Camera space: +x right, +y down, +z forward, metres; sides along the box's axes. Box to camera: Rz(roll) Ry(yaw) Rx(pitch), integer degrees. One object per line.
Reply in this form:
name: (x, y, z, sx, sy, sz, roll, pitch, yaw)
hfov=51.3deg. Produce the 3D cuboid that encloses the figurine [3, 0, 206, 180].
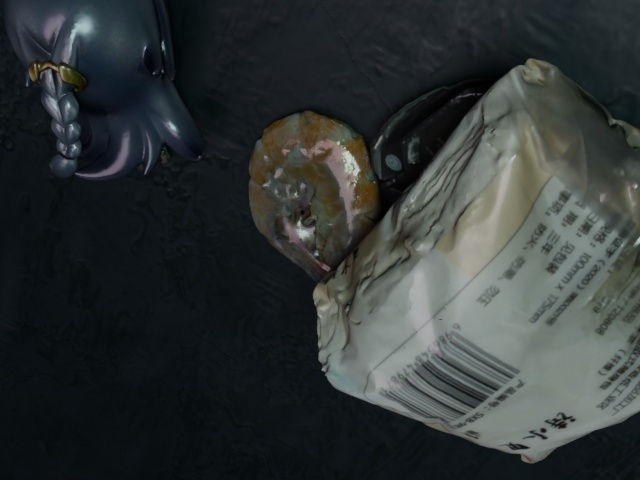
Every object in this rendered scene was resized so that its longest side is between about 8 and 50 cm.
figurine: (-0.229, -0.177, 0.709, 0.175, 0.197, 0.265, -22, 113, -9)

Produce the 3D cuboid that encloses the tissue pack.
tissue pack: (0.214, 0.059, 0.656, 0.390, 0.195, 0.375, 29, 126, -20)

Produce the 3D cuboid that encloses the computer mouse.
computer mouse: (0.138, -0.108, 0.673, 0.192, 0.062, 0.106, -23, 125, 35)

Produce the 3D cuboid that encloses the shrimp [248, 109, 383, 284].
shrimp: (0.000, 0.000, 0.799, 0.164, 0.062, 0.317, -1, 117, 25)
